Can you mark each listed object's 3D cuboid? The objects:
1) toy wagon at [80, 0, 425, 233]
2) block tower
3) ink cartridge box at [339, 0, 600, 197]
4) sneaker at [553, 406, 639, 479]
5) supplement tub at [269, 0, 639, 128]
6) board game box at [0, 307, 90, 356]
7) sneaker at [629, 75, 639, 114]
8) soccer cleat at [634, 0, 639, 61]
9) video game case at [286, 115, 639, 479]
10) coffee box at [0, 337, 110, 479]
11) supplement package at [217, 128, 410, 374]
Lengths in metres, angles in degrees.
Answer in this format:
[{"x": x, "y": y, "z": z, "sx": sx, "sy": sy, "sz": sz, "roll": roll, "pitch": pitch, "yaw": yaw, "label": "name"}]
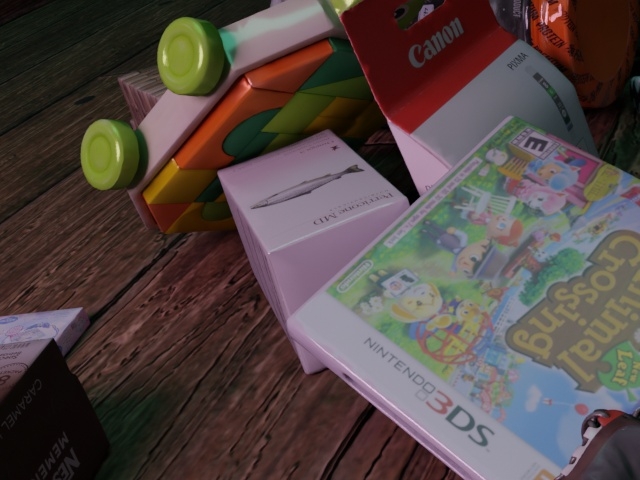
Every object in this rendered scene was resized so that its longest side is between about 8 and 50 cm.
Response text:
[{"x": -0.025, "y": -0.123, "z": 0.730, "sx": 0.267, "sy": 0.068, "sz": 0.344, "roll": -5, "pitch": -29, "yaw": -50, "label": "toy wagon"}, {"x": -0.147, "y": -0.151, "z": 1.061, "sx": 0.091, "sy": 0.097, "sz": 0.335, "roll": -27, "pitch": 27, "yaw": -21, "label": "block tower"}, {"x": 0.125, "y": -0.099, "z": 0.647, "sx": 0.056, "sy": 0.225, "sz": 0.181, "roll": -5, "pitch": 28, "yaw": 44, "label": "ink cartridge box"}, {"x": 0.131, "y": 0.113, "z": 0.402, "sx": 0.158, "sy": 0.061, "sz": 0.065, "roll": -14, "pitch": 51, "yaw": -19, "label": "sneaker"}, {"x": 0.129, "y": -0.216, "z": 0.891, "sx": 0.338, "sy": 0.207, "sz": 0.207, "roll": 7, "pitch": 35, "yaw": 40, "label": "supplement tub"}, {"x": -0.254, "y": 0.092, "z": 0.737, "sx": 0.090, "sy": 0.020, "sz": 0.090, "roll": -7, "pitch": 29, "yaw": 20, "label": "board game box"}, {"x": 0.334, "y": -0.132, "z": 0.801, "sx": 0.069, "sy": 0.038, "sz": 0.098, "roll": -19, "pitch": 36, "yaw": -7, "label": "sneaker"}, {"x": 0.276, "y": -0.250, "z": 1.003, "sx": 0.331, "sy": 0.116, "sz": 0.143, "roll": 12, "pitch": 22, "yaw": 41, "label": "soccer cleat"}, {"x": 0.119, "y": 0.033, "z": 0.504, "sx": 0.212, "sy": 0.023, "sz": 0.193, "roll": -41, "pitch": 55, "yaw": -19, "label": "video game case"}, {"x": -0.283, "y": 0.150, "z": 0.554, "sx": 0.246, "sy": 0.098, "sz": 0.141, "roll": -8, "pitch": 28, "yaw": 18, "label": "coffee box"}, {"x": 0.000, "y": 0.000, "z": 0.666, "sx": 0.105, "sy": 0.105, "sz": 0.179, "roll": -21, "pitch": 27, "yaw": -9, "label": "supplement package"}]
